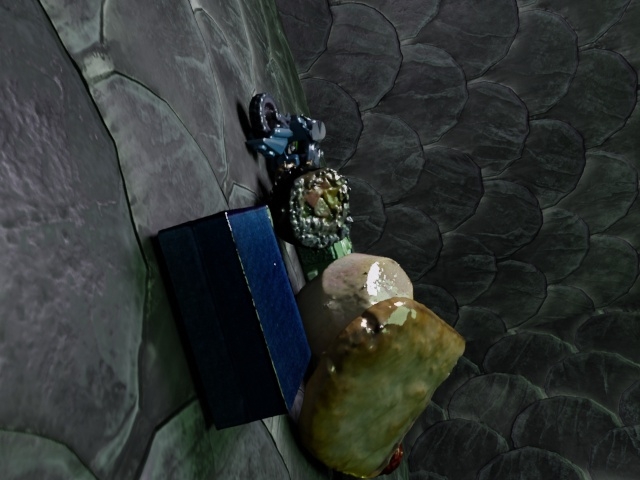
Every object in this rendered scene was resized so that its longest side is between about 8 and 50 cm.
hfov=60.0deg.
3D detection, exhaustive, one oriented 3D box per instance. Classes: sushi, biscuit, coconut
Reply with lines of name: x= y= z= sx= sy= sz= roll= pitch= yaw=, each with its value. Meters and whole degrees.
sushi: x=-0.046 y=-0.094 z=1.443 sx=0.218 sy=0.225 sz=0.239 roll=40 pitch=-66 yaw=56
biscuit: x=0.124 y=0.331 z=1.260 sx=0.104 sy=0.429 sz=0.446 roll=32 pitch=-3 yaw=43
coconut: x=0.096 y=0.215 z=1.485 sx=0.352 sy=0.352 sz=0.353 roll=-15 pitch=90 yaw=-82

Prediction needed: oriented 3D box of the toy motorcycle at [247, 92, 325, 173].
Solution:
toy motorcycle: x=-0.085 y=-0.246 z=1.578 sx=0.416 sy=0.172 sz=0.232 roll=30 pitch=58 yaw=-66

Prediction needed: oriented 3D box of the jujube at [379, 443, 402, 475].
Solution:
jujube: x=0.141 y=0.565 z=1.585 sx=0.174 sy=0.174 sz=0.251 roll=-89 pitch=156 yaw=-65

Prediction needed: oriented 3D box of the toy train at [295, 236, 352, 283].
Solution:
toy train: x=0.000 y=0.000 z=1.763 sx=0.188 sy=0.159 sz=0.272 roll=-61 pitch=136 yaw=-65

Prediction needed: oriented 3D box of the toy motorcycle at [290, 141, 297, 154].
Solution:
toy motorcycle: x=-0.078 y=-0.344 z=2.192 sx=0.106 sy=0.074 sz=0.190 roll=79 pitch=2 yaw=-46

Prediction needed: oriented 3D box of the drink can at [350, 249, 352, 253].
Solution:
drink can: x=0.081 y=0.087 z=2.294 sx=0.118 sy=0.118 sz=0.205 roll=50 pitch=27 yaw=-72

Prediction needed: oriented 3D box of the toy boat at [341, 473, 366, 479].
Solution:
toy boat: x=0.079 y=0.629 z=1.425 sx=0.155 sy=0.085 sz=0.228 roll=52 pitch=36 yaw=-78

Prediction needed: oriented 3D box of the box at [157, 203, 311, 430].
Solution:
box: x=-0.115 y=0.094 z=0.840 sx=0.261 sy=0.116 sz=0.279 roll=-36 pitch=112 yaw=-81
